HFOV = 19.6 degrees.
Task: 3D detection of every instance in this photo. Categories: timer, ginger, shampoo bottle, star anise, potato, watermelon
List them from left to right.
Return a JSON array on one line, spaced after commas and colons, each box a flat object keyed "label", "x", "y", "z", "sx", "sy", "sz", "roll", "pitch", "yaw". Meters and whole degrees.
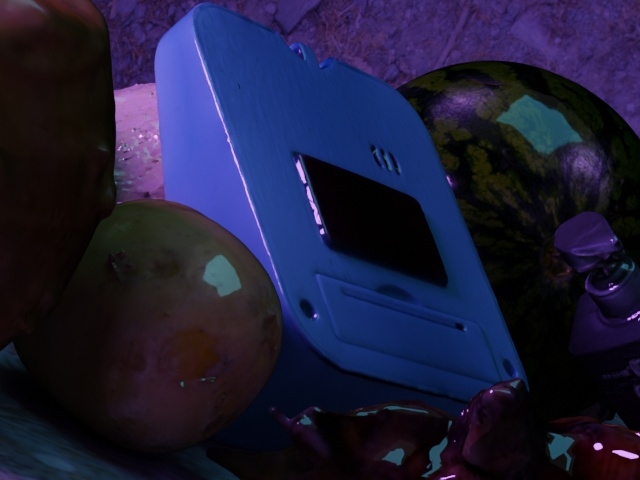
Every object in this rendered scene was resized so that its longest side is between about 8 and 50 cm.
[{"label": "ginger", "x": -0.201, "y": -0.049, "z": 0.829, "sx": 0.223, "sy": 0.200, "sz": 0.269, "roll": 20, "pitch": 4, "yaw": -10}, {"label": "potato", "x": -0.086, "y": 0.038, "z": 0.914, "sx": 0.118, "sy": 0.109, "sz": 0.178, "roll": -26, "pitch": 27, "yaw": -24}, {"label": "timer", "x": 0.000, "y": 0.000, "z": 1.084, "sx": 0.232, "sy": 0.091, "sz": 0.250, "roll": 19, "pitch": 47, "yaw": -48}, {"label": "star anise", "x": 0.080, "y": 0.131, "z": 0.875, "sx": 0.272, "sy": 0.102, "sz": 0.272, "roll": 3, "pitch": -16, "yaw": 1}, {"label": "watermelon", "x": 0.129, "y": 0.007, "z": 1.405, "sx": 0.285, "sy": 0.285, "sz": 0.285, "roll": 22, "pitch": 4, "yaw": -1}, {"label": "shampoo bottle", "x": 0.251, "y": 0.096, "z": 1.272, "sx": 0.098, "sy": 0.071, "sz": 0.309, "roll": -15, "pitch": -54, "yaw": 37}]

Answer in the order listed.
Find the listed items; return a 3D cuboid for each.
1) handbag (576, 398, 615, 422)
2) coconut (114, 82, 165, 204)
[{"label": "handbag", "x": 0.265, "y": 0.055, "z": 1.894, "sx": 0.190, "sy": 0.251, "sz": 0.193, "roll": 25, "pitch": -13, "yaw": 33}, {"label": "coconut", "x": -0.092, "y": -0.014, "z": 1.166, "sx": 0.194, "sy": 0.194, "sz": 0.194, "roll": 22, "pitch": 4, "yaw": -1}]
